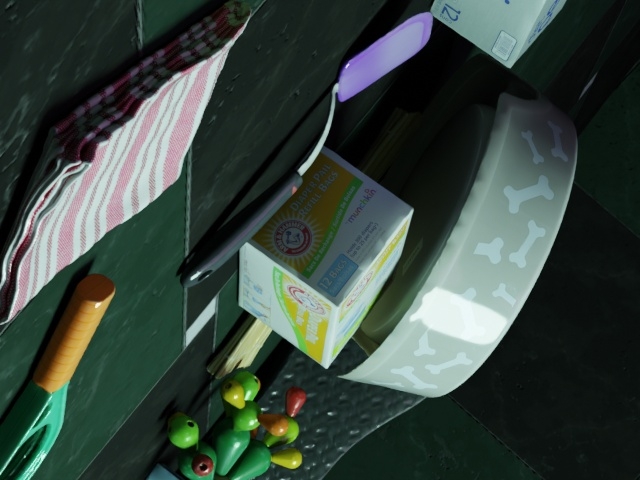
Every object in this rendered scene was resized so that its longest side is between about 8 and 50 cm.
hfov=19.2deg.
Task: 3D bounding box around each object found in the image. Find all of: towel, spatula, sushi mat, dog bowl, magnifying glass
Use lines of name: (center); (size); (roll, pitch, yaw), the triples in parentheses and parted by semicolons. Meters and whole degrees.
towel: (-0.111, -0.045, 1.081); (0.197, 0.029, 0.144); (-44, 167, -48)
spatula: (-0.011, -0.073, 1.487); (0.296, 0.030, 0.084); (-51, 170, -16)
sushi mat: (0.000, 0.000, 1.852); (0.316, 0.019, 0.151); (-54, 172, 5)
dog bowl: (0.128, -0.006, 1.830); (0.349, 0.102, 0.349); (-60, -168, 22)
magnifying glass: (-0.188, 0.109, 1.277); (0.092, 0.026, 0.231); (-42, 165, -52)

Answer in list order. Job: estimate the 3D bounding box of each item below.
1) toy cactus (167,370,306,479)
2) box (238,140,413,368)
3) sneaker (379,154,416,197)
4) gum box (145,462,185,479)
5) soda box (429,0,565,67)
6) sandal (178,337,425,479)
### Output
toy cactus: (-0.084, 0.217, 1.851); (0.219, 0.112, 0.180); (-1, 110, -71)
box: (0.001, 0.016, 1.647); (0.114, 0.103, 0.203); (-52, 171, -17)
sneaker: (0.074, -0.001, 2.034); (0.215, 0.083, 0.084); (-55, 173, 18)
gum box: (-0.155, 0.345, 1.911); (0.184, 0.157, 0.041); (-54, 172, -4)
soda box: (0.186, -0.275, 1.547); (0.098, 0.091, 0.286); (-48, 170, -34)
sandal: (-0.013, 0.181, 2.156); (0.446, 0.167, 0.107); (-43, -167, -21)
